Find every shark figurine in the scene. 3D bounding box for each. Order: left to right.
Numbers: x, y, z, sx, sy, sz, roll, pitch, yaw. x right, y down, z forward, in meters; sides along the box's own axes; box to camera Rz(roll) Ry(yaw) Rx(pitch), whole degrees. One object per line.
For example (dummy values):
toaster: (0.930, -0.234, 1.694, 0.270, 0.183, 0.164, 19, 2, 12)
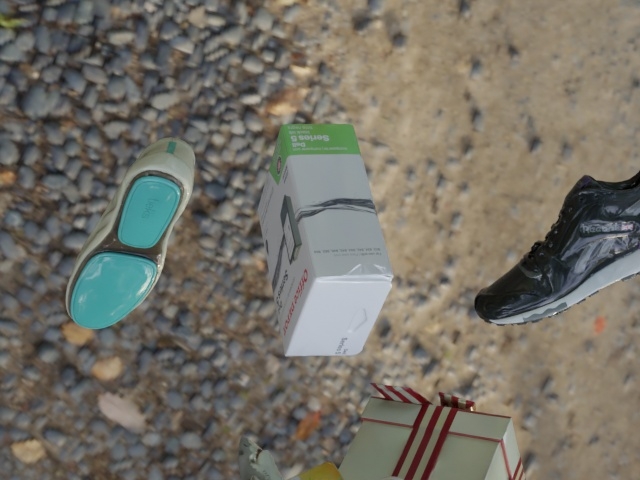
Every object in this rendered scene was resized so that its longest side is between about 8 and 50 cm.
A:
shark figurine: (-0.095, 0.374, 1.534, 0.116, 0.278, 0.166, -38, 94, 14)

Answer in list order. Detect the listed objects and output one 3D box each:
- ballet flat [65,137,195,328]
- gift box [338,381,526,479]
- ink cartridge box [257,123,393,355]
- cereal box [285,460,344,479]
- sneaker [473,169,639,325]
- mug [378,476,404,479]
ballet flat: (-0.189, -0.009, 1.218, 0.086, 0.086, 0.248, -3, 143, -39)
gift box: (0.143, 0.371, 1.761, 0.258, 0.276, 0.255, -57, 147, -40)
ink cartridge box: (0.000, 0.000, 1.714, 0.114, 0.273, 0.198, -1, 143, -16)
cereal box: (-0.053, 0.310, 1.036, 0.240, 0.173, 0.047, -20, 149, -23)
sneaker: (0.291, -0.007, 1.373, 0.283, 0.107, 0.124, -25, 102, 5)
mug: (0.069, 0.271, 1.198, 0.078, 0.062, 0.064, -44, 135, -14)
